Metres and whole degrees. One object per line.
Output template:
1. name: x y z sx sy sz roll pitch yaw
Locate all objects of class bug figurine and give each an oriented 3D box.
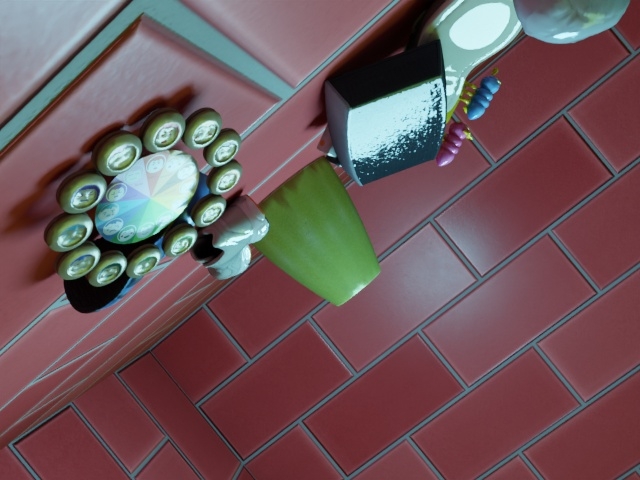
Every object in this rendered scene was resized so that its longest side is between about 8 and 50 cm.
1. bug figurine: 0.236 -0.243 1.100 0.279 0.072 0.216 14 106 -59

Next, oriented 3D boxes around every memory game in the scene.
1. memory game: -0.137 -0.032 0.512 0.186 0.012 0.186 -37 156 -20

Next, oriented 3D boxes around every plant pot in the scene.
1. plant pot: 0.000 0.000 1.472 0.275 0.293 0.275 -40 180 0

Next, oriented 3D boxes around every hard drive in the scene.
1. hard drive: 0.100 -0.165 0.881 0.172 0.054 0.255 -20 159 0

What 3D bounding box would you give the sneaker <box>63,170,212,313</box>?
1. sneaker: -0.182 0.005 0.634 0.209 0.069 0.082 -42 168 26

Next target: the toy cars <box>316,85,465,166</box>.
1. toy cars: 0.120 -0.232 1.102 0.393 0.087 0.176 -37 144 -31

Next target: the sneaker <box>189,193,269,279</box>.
1. sneaker: -0.188 0.012 1.115 0.121 0.099 0.262 -31 168 -30

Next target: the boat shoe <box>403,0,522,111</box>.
1. boat shoe: 0.180 -0.281 0.837 0.116 0.097 0.324 5 162 -8

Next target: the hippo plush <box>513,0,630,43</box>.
1. hippo plush: 0.257 -0.315 0.548 0.236 0.234 0.294 -14 -118 48
